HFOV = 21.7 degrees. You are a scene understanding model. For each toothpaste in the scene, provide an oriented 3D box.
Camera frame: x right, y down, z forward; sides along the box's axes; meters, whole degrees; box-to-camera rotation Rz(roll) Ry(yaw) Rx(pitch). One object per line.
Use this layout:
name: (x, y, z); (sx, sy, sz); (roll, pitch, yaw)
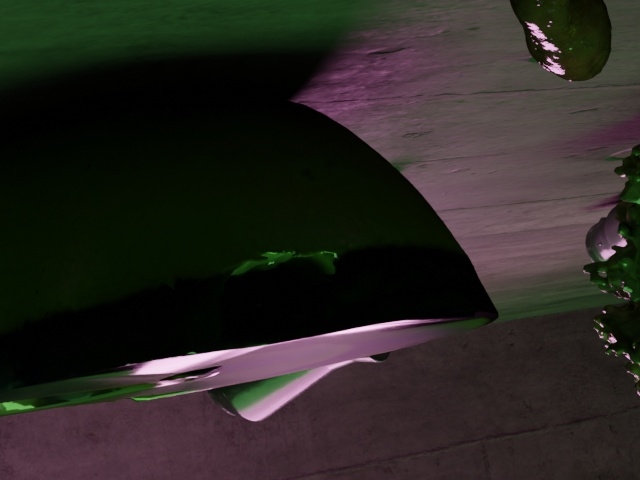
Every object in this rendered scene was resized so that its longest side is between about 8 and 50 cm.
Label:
toothpaste: (0.403, -0.039, 1.904); (0.114, 0.073, 0.299); (-8, 165, -24)

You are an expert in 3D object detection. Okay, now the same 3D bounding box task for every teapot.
teapot: (-0.032, 0.122, 2.189); (0.225, 0.171, 0.203); (-21, -159, 22)

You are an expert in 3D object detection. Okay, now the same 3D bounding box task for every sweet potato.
sweet potato: (0.124, -0.127, 0.861); (0.050, 0.050, 0.214); (-12, 167, 10)

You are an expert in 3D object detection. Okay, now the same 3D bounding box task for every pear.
pear: (-0.098, 0.006, 1.072); (0.399, 0.165, 0.399); (-11, 173, -1)

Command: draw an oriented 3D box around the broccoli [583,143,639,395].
broccoli: (0.391, 0.004, 1.399); (0.338, 0.277, 0.317); (-18, 179, 5)
